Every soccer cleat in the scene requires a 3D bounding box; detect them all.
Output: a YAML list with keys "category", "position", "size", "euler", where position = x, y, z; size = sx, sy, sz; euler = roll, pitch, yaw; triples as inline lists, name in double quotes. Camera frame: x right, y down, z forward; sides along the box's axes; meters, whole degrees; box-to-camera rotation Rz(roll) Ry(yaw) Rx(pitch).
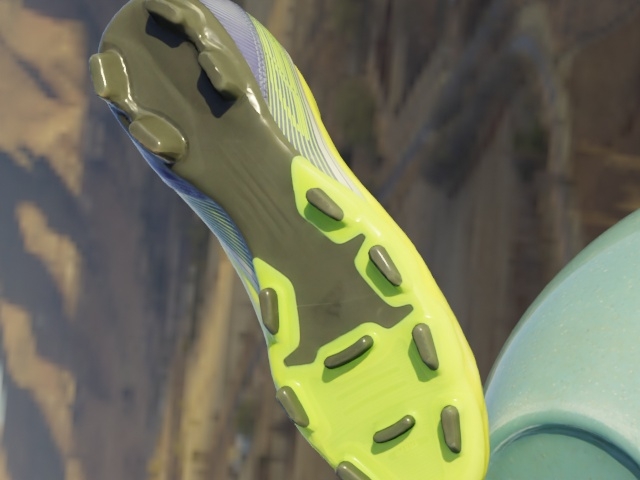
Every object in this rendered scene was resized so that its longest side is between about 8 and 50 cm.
- category: "soccer cleat"
  position: [0.001, -0.001, 0.927]
  size: [0.289, 0.093, 0.121]
  euler: [56, -160, 16]

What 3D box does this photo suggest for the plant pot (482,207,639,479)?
- category: "plant pot"
  position: [0.178, 0.120, 0.932]
  size: [0.290, 0.195, 0.290]
  euler: [13, 109, 43]
